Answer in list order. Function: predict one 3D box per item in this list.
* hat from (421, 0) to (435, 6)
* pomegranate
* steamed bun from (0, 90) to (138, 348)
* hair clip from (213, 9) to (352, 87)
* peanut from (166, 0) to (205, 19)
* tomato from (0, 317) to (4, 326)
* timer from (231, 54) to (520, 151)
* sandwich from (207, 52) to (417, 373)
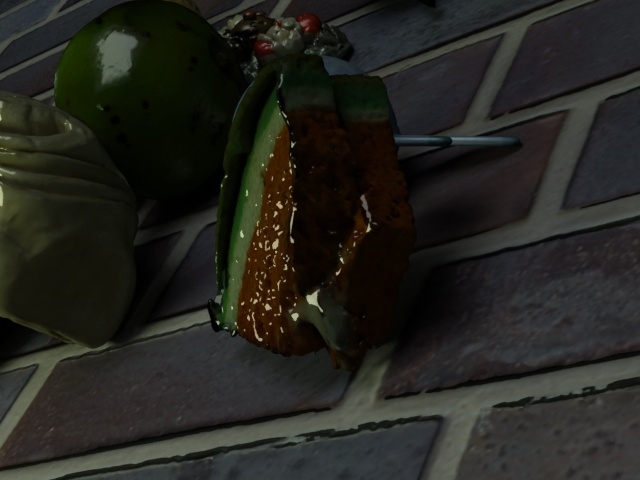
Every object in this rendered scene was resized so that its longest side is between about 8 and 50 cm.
[{"bbox_3d":[0.121,-0.402,1.616,0.336,0.238,0.209,-19,28,16],"label":"hat"},{"bbox_3d":[-0.221,-0.141,1.661,0.302,0.236,0.236,-36,22,34],"label":"pomegranate"},{"bbox_3d":[-0.309,-0.051,1.483,0.203,0.276,0.289,-56,38,5],"label":"steamed bun"},{"bbox_3d":[-0.088,-0.241,1.776,0.138,0.091,0.321,-45,27,-19],"label":"hair clip"},{"bbox_3d":[-0.207,-0.295,2.027,0.098,0.090,0.214,-27,24,-4],"label":"peanut"},{"bbox_3d":[-0.500,0.069,1.626,0.265,0.265,0.265,-30,26,17],"label":"tomato"},{"bbox_3d":[0.031,-0.073,1.312,0.255,0.175,0.175,31,68,32],"label":"timer"},{"bbox_3d":[-0.003,-0.014,1.159,0.109,0.292,0.212,-8,29,-25],"label":"sandwich"}]
